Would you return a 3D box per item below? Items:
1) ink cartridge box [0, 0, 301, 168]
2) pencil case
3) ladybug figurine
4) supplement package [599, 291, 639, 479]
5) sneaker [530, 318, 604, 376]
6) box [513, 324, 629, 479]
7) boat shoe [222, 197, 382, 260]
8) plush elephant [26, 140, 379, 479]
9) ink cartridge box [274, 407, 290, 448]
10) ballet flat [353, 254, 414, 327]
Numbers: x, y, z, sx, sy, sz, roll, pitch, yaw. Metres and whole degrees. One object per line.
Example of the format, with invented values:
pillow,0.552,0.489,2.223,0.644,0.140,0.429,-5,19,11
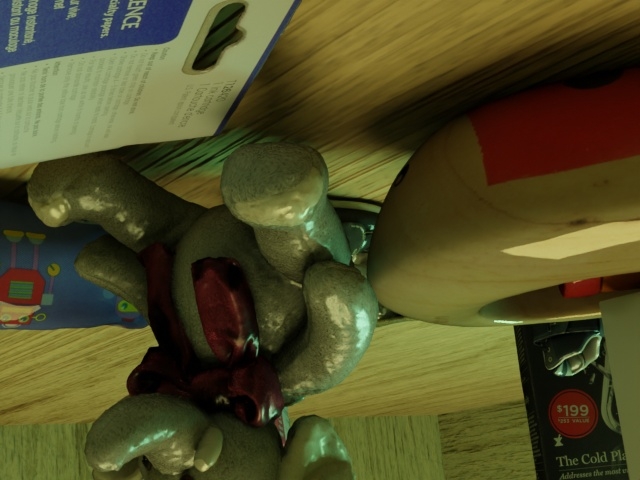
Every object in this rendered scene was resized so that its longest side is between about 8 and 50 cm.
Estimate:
ink cartridge box,-0.166,-0.111,0.471,0.307,0.072,0.303,-16,169,-25
pencil case,-0.281,0.016,0.822,0.306,0.133,0.119,4,116,-35
ladybug figurine,0.255,-0.037,0.744,0.450,0.161,0.305,-7,165,4
supplement package,0.376,0.132,0.721,0.199,0.198,0.263,-17,162,39
sneaker,0.281,0.110,1.280,0.226,0.163,0.086,-18,162,41
box,0.471,0.197,1.377,0.344,0.312,0.179,-8,164,6
boat shoe,0.000,0.000,0.941,0.233,0.079,0.084,7,159,-44
plush elephant,-0.086,0.103,0.726,0.272,0.255,0.330,6,156,31
ink cartridge box,-0.098,0.104,0.979,0.100,0.237,0.172,-9,164,0
ballet flat,0.125,0.036,1.040,0.349,0.123,0.123,-15,162,38
